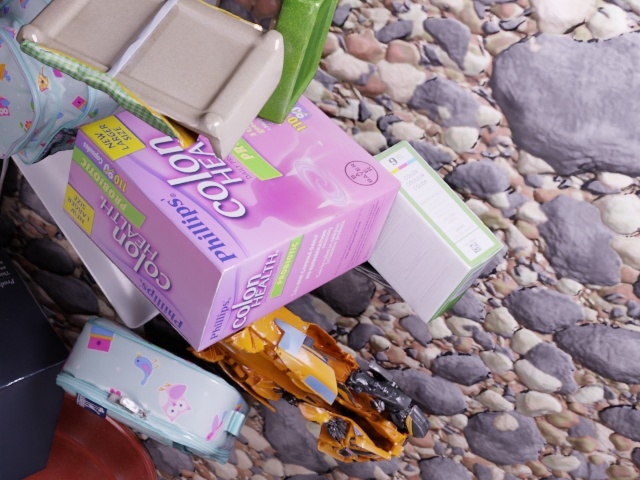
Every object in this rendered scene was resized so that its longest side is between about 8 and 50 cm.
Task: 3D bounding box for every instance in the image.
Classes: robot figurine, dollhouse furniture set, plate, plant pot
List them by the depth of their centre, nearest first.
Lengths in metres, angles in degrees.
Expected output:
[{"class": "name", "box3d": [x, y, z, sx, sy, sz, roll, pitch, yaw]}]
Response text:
[{"class": "dollhouse furniture set", "box3d": [-0.128, -0.168, 1.251, 0.197, 0.301, 0.151, 26, 136, 4]}, {"class": "plate", "box3d": [-0.216, -0.061, 1.566, 0.278, 0.045, 0.277, -32, 92, 46]}, {"class": "robot figurine", "box3d": [-0.010, 0.176, 1.639, 0.291, 0.085, 0.211, 39, 154, -18]}, {"class": "plant pot", "box3d": [-0.422, 0.395, 2.003, 0.272, 0.265, 0.272, 17, 136, 17]}]

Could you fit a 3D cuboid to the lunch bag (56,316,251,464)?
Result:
[{"class": "lunch bag", "box3d": [-0.197, 0.195, 1.702, 0.224, 0.108, 0.279, 28, 172, 8]}]

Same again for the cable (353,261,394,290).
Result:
[{"class": "cable", "box3d": [0.000, 0.000, 1.542, 0.287, 0.072, 0.139, -4, 110, 20]}]

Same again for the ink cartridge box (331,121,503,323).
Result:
[{"class": "ink cartridge box", "box3d": [0.080, -0.028, 1.418, 0.209, 0.062, 0.109, 47, 141, 12]}]

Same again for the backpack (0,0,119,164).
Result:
[{"class": "backpack", "box3d": [-0.288, -0.182, 1.427, 0.188, 0.144, 0.166, -30, 88, 38]}]

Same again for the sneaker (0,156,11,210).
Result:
[{"class": "sneaker", "box3d": [-0.432, -0.069, 1.651, 0.084, 0.097, 0.234, 10, 110, 17]}]

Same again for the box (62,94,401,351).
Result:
[{"class": "box", "box3d": [-0.087, -0.043, 1.341, 0.213, 0.243, 0.117, 44, 138, 23]}]

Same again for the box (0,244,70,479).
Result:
[{"class": "box", "box3d": [-0.484, 0.154, 1.800, 0.294, 0.183, 0.296, 53, 145, 23]}]
